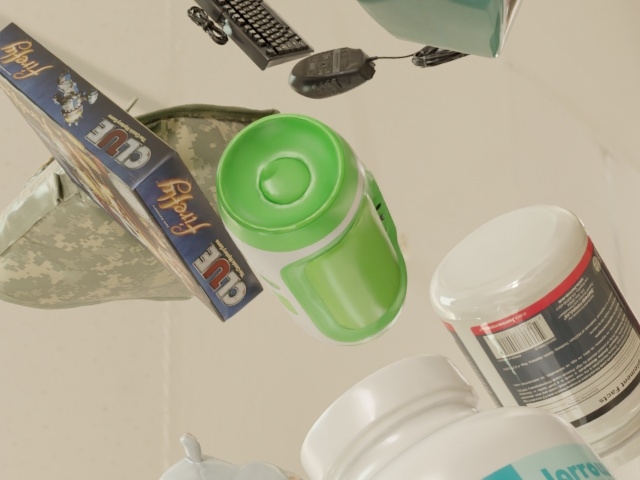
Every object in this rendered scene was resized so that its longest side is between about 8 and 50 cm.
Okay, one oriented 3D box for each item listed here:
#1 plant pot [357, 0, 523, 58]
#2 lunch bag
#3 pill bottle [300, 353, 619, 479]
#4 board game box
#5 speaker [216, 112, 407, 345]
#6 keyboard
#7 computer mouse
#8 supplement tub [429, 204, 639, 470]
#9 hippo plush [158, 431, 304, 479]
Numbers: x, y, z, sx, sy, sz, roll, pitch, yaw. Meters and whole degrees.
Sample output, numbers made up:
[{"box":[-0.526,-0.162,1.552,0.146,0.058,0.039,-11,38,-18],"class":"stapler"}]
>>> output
[{"box":[0.108,-0.270,1.061,0.165,0.165,0.234,-66,-24,-21],"class":"plant pot"},{"box":[-0.200,-0.035,1.309,0.287,0.235,0.169,-3,-111,-45],"class":"lunch bag"},{"box":[0.096,0.176,0.559,0.146,0.146,0.264,20,-152,-55],"class":"pill bottle"},{"box":[-0.156,-0.054,0.966,0.042,0.243,0.165,-42,-42,-12],"class":"board game box"},{"box":[0.000,0.000,1.132,0.296,0.131,0.131,60,-153,-64],"class":"speaker"},{"box":[-0.097,-0.262,1.469,0.108,0.023,0.180,-22,-126,-32],"class":"keyboard"},{"box":[0.078,-0.215,1.568,0.071,0.242,0.041,-83,-19,-53],"class":"computer mouse"},{"box":[0.264,0.114,1.433,0.272,0.191,0.191,56,-145,-20],"class":"supplement tub"},{"box":[-0.113,0.349,1.302,0.236,0.294,0.234,-85,-3,-56],"class":"hippo plush"}]
